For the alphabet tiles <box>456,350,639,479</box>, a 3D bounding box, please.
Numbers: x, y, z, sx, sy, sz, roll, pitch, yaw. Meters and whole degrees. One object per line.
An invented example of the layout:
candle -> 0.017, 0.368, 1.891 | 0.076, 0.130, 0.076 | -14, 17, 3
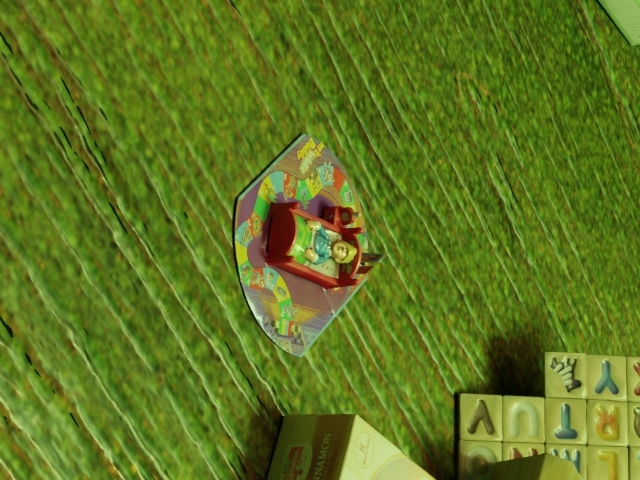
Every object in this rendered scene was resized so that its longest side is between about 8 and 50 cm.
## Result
alphabet tiles -> 0.228, 0.195, 1.394 | 0.237, 0.009, 0.198 | 5, 79, -17

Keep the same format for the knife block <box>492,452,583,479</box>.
knife block -> 0.142, 0.337, 1.278 | 0.242, 0.088, 0.275 | -24, 88, -25

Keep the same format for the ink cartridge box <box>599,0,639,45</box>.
ink cartridge box -> 0.367, -0.282, 1.750 | 0.235, 0.056, 0.171 | 41, 53, -48

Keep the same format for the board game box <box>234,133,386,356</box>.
board game box -> 0.000, 0.000, 1.203 | 0.168, 0.033, 0.133 | -48, 123, -47

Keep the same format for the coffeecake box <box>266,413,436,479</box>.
coffeecake box -> 0.032, 0.228, 1.181 | 0.185, 0.068, 0.142 | 43, 53, -42
